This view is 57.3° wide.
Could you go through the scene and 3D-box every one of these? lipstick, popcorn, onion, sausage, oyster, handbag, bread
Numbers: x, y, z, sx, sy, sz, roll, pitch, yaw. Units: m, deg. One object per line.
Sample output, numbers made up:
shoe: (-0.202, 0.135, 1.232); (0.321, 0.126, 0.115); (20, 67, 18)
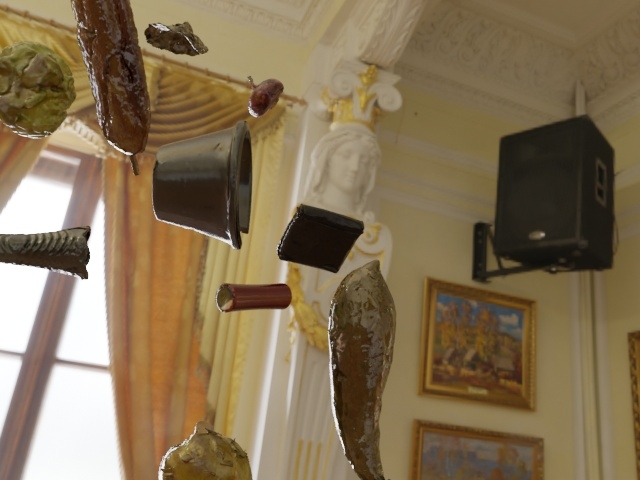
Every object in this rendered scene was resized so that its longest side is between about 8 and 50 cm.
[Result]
lipstick: (-0.179, 0.155, 1.605); (0.080, 0.080, 0.241); (-9, -8, 37)
popcorn: (-0.756, -0.385, 1.514); (0.205, 0.251, 0.237); (24, -66, -18)
onion: (-0.207, -0.505, 1.991); (0.140, 0.150, 0.150); (43, -26, -2)
sausage: (-0.375, 0.687, 1.803); (0.065, 0.301, 0.066); (13, 23, -6)
oyster: (-0.363, -0.518, 1.507); (0.177, 0.056, 0.105); (8, -22, -37)
handbag: (0.000, 0.000, 1.954); (0.246, 0.080, 0.223); (15, -53, -20)
bread: (-0.356, -0.278, 1.012); (0.084, 0.344, 0.124); (-18, 23, -34)

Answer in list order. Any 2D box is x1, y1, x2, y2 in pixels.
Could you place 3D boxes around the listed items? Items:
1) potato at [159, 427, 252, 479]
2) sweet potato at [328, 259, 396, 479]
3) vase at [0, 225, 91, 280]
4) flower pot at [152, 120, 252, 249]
potato: (-0.208, 0.456, 1.088); (0.173, 0.140, 0.300); (6, -47, 14)
sweet potato: (0.075, 0.246, 1.076); (0.130, 0.423, 0.130); (1, -3, 0)
vase: (-0.563, 0.018, 1.106); (0.237, 0.115, 0.115); (2, -18, -19)
flower pot: (-0.330, -0.168, 1.672); (0.251, 0.379, 0.379); (4, -20, 0)
